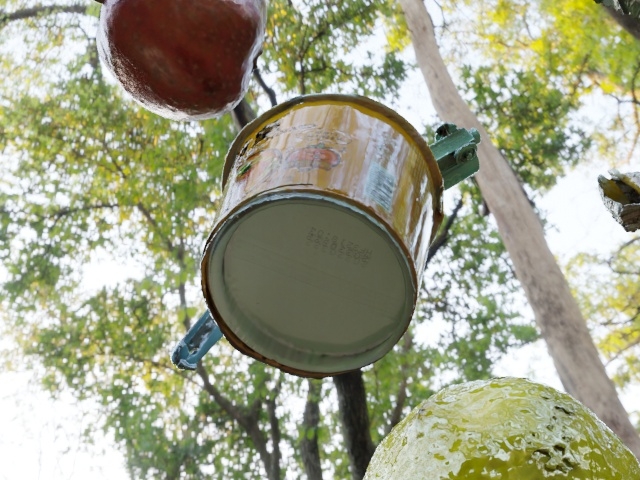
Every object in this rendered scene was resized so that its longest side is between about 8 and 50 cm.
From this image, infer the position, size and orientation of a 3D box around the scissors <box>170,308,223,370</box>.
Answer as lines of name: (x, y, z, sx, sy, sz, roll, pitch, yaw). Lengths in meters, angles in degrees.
scissors: (-0.113, 0.078, 1.083, 0.180, 0.393, 0.032, 49, -41, -9)

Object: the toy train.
toy train: (0.240, -0.149, 1.405, 0.248, 0.101, 0.159, -29, -38, -8)

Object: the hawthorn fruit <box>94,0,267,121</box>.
hawthorn fruit: (-0.254, -0.349, 1.050, 0.331, 0.287, 0.287, 18, -54, -18)

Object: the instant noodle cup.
instant noodle cup: (0.000, 0.000, 0.550, 0.216, 0.172, 0.215, 4, -61, 6)

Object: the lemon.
lemon: (0.228, 0.349, 0.773, 0.350, 0.350, 0.387, -35, -84, 19)

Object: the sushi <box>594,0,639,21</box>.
sushi: (0.262, -0.274, 0.497, 0.220, 0.047, 0.231, 1, -82, -37)

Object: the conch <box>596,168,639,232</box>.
conch: (0.810, -0.110, 1.662, 0.178, 0.245, 0.162, 7, -56, -33)
